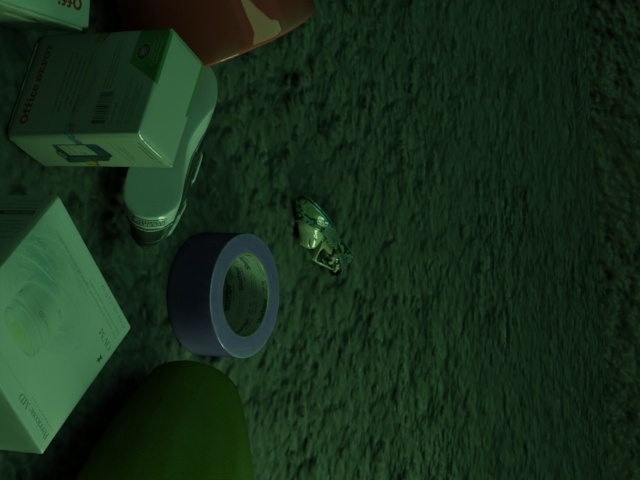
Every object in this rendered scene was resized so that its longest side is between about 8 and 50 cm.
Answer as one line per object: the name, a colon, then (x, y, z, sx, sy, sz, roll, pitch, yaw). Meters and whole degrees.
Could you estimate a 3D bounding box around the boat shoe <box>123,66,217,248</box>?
boat shoe: (-0.215, -0.124, 2.078, 0.102, 0.108, 0.301, 103, -5, -56)

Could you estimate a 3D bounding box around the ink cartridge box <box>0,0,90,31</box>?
ink cartridge box: (-0.373, -0.402, 1.774, 0.197, 0.114, 0.273, 8, 84, -62)

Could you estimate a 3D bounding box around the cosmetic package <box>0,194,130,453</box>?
cosmetic package: (-0.376, 0.099, 1.774, 0.225, 0.138, 0.224, -58, 137, -39)

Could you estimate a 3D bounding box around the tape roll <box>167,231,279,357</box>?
tape roll: (-0.145, 0.082, 2.213, 0.189, 0.080, 0.189, -6, 97, -59)

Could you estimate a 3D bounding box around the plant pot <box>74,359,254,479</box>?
plant pot: (-0.200, 0.315, 1.989, 0.294, 0.274, 0.275, -79, 151, -44)

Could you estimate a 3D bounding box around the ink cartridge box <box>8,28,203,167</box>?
ink cartridge box: (-0.274, -0.179, 1.861, 0.093, 0.212, 0.154, 47, 51, -54)

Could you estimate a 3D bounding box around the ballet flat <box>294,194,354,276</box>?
ballet flat: (0.000, 0.000, 2.471, 0.188, 0.070, 0.070, 50, 50, -43)

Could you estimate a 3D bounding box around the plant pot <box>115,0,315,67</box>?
plant pot: (-0.173, -0.380, 2.003, 0.275, 0.274, 0.243, -42, 116, -50)
